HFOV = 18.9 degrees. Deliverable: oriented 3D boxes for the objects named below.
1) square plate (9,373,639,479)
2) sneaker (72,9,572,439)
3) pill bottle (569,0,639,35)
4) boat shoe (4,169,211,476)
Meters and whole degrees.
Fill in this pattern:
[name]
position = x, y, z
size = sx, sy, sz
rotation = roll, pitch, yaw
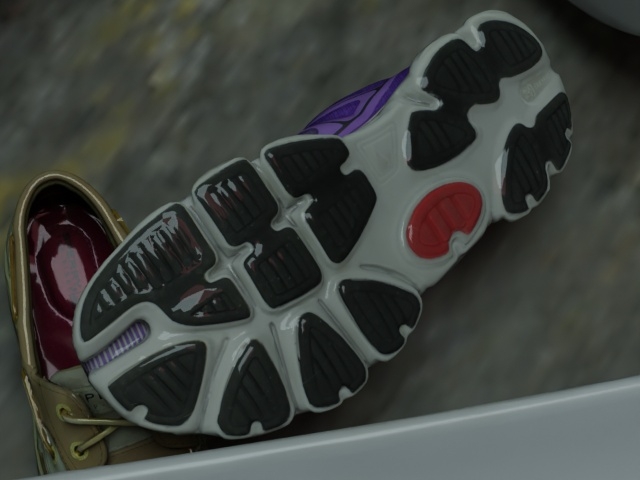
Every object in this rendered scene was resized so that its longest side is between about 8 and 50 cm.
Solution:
[square plate]
position = 0.063, 0.205, 0.440
size = 0.347, 0.049, 0.344
rotation = -10, 72, -6
[sneaker]
position = 0.000, 0.000, 0.528
size = 0.170, 0.071, 0.068
rotation = -33, 98, -34
[pill bottle]
position = 0.185, -0.188, 0.571
size = 0.301, 0.169, 0.169
rotation = -33, 71, -15
[boat shoe]
position = -0.059, 0.043, 0.524
size = 0.050, 0.045, 0.135
rotation = -20, 68, -10
